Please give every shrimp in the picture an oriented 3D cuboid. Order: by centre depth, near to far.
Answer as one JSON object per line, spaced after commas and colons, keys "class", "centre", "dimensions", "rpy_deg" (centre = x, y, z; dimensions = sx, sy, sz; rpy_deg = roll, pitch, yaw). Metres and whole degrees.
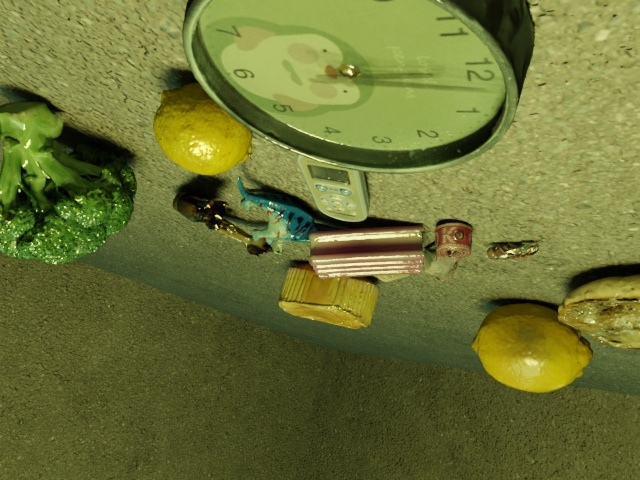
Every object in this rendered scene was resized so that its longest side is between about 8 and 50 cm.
{"class": "shrimp", "centre": [0.329, 0.019, 0.893], "dimensions": [0.038, 0.029, 0.092], "rpy_deg": [29, 155, -38]}
{"class": "shrimp", "centre": [-0.182, -0.029, 1.034], "dimensions": [0.222, 0.054, 0.290], "rpy_deg": [32, 172, -17]}

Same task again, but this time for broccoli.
{"class": "broccoli", "centre": [-0.443, -0.095, 0.869], "dimensions": [0.269, 0.270, 0.270], "rpy_deg": [8, 127, 22]}

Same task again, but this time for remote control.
{"class": "remote control", "centre": [0.025, -0.087, 0.776], "dimensions": [0.087, 0.047, 0.244], "rpy_deg": [14, 165, 13]}

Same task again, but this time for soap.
{"class": "soap", "centre": [0.085, 0.023, 0.968], "dimensions": [0.203, 0.066, 0.122], "rpy_deg": [-3, 161, 7]}

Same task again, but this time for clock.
{"class": "clock", "centre": [0.029, -0.161, 0.496], "dimensions": [0.318, 0.066, 0.319], "rpy_deg": [13, 163, 4]}

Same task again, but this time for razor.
{"class": "razor", "centre": [-0.001, -0.001, 1.075], "dimensions": [0.191, 0.068, 0.037], "rpy_deg": [4, 171, 11]}

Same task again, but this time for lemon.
{"class": "lemon", "centre": [-0.141, -0.135, 0.649], "dimensions": [0.133, 0.109, 0.109], "rpy_deg": [31, 158, -29]}
{"class": "lemon", "centre": [0.475, 0.242, 1.204], "dimensions": [0.260, 0.204, 0.204], "rpy_deg": [2, 159, 31]}

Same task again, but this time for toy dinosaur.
{"class": "toy dinosaur", "centre": [-0.069, -0.037, 0.975], "dimensions": [0.144, 0.076, 0.329], "rpy_deg": [-15, 152, 40]}

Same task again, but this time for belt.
{"class": "belt", "centre": [0.226, 0.024, 0.958], "dimensions": [0.071, 0.053, 0.232], "rpy_deg": [4, 162, 8]}

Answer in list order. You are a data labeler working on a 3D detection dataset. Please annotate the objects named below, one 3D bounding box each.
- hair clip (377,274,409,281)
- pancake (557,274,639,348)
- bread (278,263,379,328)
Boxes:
{"class": "hair clip", "centre": [0.111, 0.062, 1.151], "dimensions": [0.226, 0.072, 0.034], "rpy_deg": [25, 164, -34]}
{"class": "pancake", "centre": [0.619, 0.132, 0.918], "dimensions": [0.386, 0.082, 0.387], "rpy_deg": [11, 160, 4]}
{"class": "bread", "centre": [0.023, 0.141, 1.375], "dimensions": [0.250, 0.133, 0.179], "rpy_deg": [6, 161, 25]}
